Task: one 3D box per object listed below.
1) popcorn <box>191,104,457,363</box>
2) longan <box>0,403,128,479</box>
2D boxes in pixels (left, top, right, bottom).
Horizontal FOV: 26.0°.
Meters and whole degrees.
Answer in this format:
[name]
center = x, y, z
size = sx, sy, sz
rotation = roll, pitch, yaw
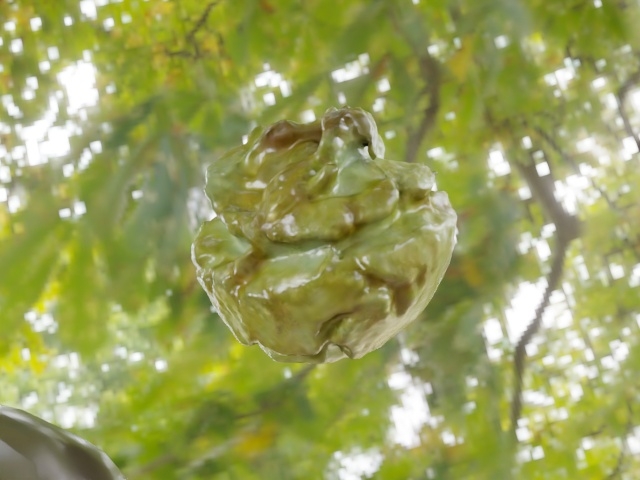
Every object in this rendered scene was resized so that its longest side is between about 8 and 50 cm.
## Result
[popcorn]
center = 0.000, 0.000, 1.092
size = 0.221, 0.204, 0.184
rotation = 9, -34, 53
[longan]
center = -0.246, 0.265, 0.769
size = 0.336, 0.405, 0.404
rotation = 30, -44, -29
